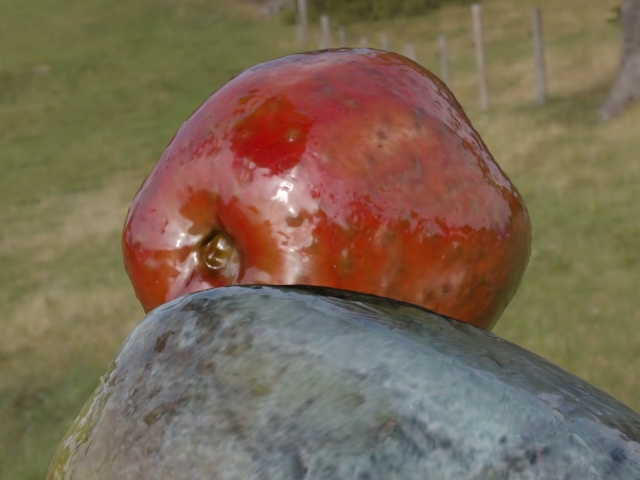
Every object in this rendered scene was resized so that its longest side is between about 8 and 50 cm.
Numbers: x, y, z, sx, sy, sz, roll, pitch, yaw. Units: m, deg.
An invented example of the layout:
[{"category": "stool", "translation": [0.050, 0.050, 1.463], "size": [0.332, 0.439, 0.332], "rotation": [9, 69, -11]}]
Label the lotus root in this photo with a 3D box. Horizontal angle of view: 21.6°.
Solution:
[{"category": "lotus root", "translation": [0.059, 0.110, 0.481], "size": [0.322, 0.140, 0.158], "rotation": [25, 31, 32]}]

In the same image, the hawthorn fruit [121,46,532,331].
[{"category": "hawthorn fruit", "translation": [0.000, 0.000, 0.779], "size": [0.189, 0.189, 0.189], "rotation": [-6, 10, 1]}]
